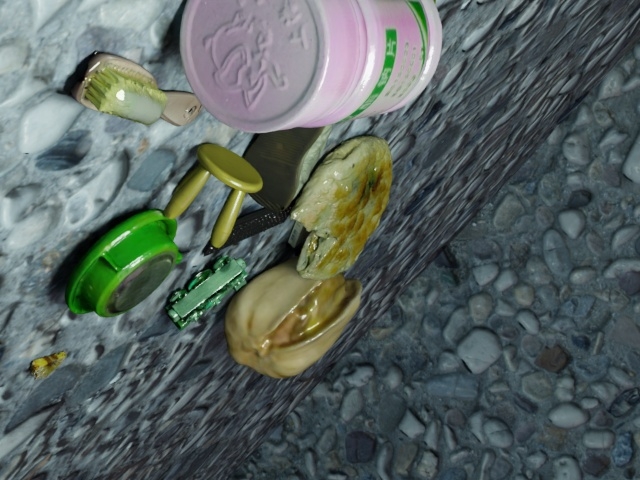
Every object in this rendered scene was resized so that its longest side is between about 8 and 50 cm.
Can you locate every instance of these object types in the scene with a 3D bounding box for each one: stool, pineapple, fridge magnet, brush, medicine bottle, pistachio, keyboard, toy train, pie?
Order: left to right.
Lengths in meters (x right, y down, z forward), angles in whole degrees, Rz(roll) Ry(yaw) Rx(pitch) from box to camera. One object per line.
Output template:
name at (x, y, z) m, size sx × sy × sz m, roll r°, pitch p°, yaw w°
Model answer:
pineapple at (-0.458, 0.211, 1.813) m, size 0.045 × 0.019 × 0.083 m, roll -52°, pitch 167°, yaw 18°
fridge magnet at (-0.293, 0.038, 1.630) m, size 0.208 × 0.088 × 0.208 m, roll -41°, pitch 166°, yaw -12°
brush at (-0.205, -0.165, 1.348) m, size 0.072 × 0.067 × 0.313 m, roll -47°, pitch 168°, yaw 10°
toy train at (-0.215, 0.098, 2.065) m, size 0.178 × 0.071 × 0.104 m, roll -38°, pitch 173°, yaw -16°
stool at (-0.159, -0.071, 1.622) m, size 0.135 × 0.134 × 0.110 m, roll 8°, pitch 122°, yaw -49°
keyboard at (-0.124, -0.031, 2.046) m, size 0.250 × 0.017 × 0.087 m, roll -24°, pitch 158°, yaw -52°
pistachio at (-0.061, 0.157, 2.335) m, size 0.321 × 0.229 × 0.238 m, roll -37°, pitch -160°, yaw 3°
medicine bottle at (-0.001, -0.249, 1.366) m, size 0.212 × 0.212 × 0.325 m, roll -51°, pitch 165°, yaw 27°
pie at (0.053, -0.075, 2.175) m, size 0.337 × 0.075 × 0.338 m, roll -42°, pitch 150°, yaw -31°

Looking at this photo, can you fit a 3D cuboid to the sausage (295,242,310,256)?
sausage at (0.000, 0.000, 2.366) m, size 0.043 × 0.043 × 0.186 m, roll -31°, pitch 174°, yaw -41°

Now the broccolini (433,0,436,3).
broccolini at (0.158, -0.393, 1.523) m, size 0.058 × 0.067 × 0.216 m, roll 78°, pitch 26°, yaw -52°

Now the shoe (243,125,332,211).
shoe at (-0.042, -0.156, 1.755) m, size 0.098 × 0.103 × 0.275 m, roll -46°, pitch 173°, yaw -47°

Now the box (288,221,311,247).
box at (-0.015, -0.054, 2.266) m, size 0.090 × 0.024 × 0.167 m, roll -38°, pitch 165°, yaw -29°
